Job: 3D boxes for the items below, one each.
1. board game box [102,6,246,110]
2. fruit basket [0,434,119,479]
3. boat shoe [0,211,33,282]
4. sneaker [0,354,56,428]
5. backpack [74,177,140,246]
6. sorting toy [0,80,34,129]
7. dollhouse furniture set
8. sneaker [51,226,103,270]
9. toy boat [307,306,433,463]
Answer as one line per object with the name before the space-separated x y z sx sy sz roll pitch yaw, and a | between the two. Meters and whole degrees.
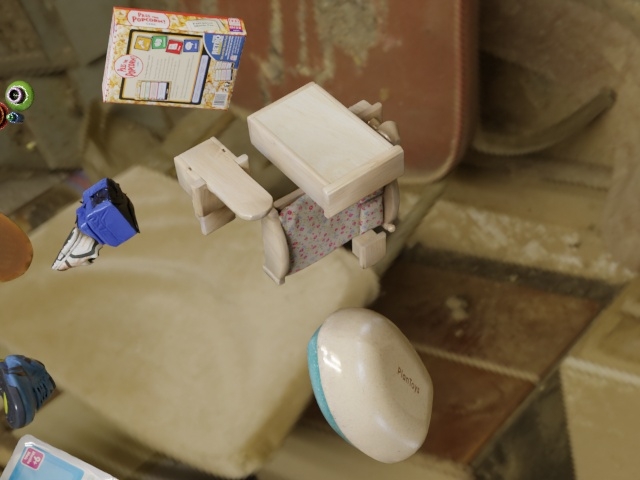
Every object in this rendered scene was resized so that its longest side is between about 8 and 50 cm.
board game box | -0.220 -0.268 1.784 0.045 0.193 0.147 -105 25 -43
fruit basket | -0.282 0.458 1.486 0.353 0.165 0.327 28 102 5
boat shoe | -0.357 -0.020 1.056 0.207 0.073 0.073 23 -178 -33
sneaker | -0.414 0.209 1.701 0.209 0.082 0.069 -149 58 -68
backpack | -0.400 -0.055 2.207 0.098 0.101 0.120 60 -173 -35
sorting toy | -0.519 -0.220 1.974 0.102 0.042 0.061 -42 83 11
dollhouse furniture set | 0.000 0.000 1.550 0.174 0.303 0.355 43 153 36
sneaker | -0.289 0.019 1.419 0.044 0.040 0.109 27 158 -14
toy boat | 0.038 0.249 1.624 0.148 0.318 0.267 -9 138 30
